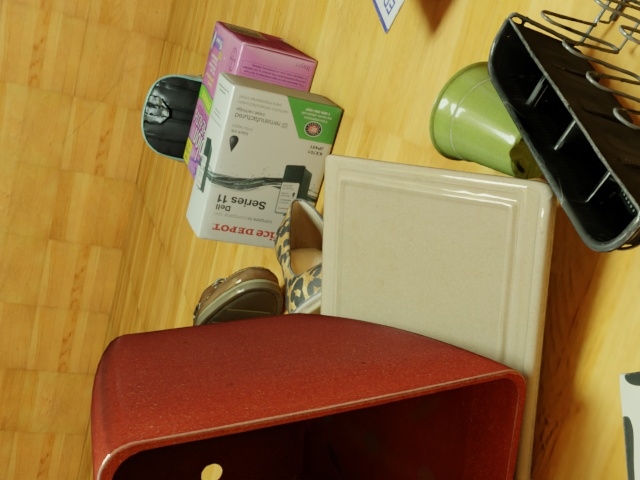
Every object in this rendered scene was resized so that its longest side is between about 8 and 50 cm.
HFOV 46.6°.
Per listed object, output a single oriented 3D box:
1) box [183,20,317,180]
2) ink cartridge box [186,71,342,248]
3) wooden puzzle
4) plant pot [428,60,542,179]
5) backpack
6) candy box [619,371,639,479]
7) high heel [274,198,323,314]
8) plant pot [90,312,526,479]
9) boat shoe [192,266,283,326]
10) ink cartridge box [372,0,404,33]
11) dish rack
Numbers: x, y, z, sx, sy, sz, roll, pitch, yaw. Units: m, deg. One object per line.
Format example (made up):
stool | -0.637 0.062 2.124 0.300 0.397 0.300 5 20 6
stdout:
box | -0.120 -0.199 1.172 0.213 0.117 0.242 -126 49 -60
ink cartridge box | -0.078 -0.099 0.985 0.087 0.153 0.208 -129 51 -60
wooden puzzle | 0.081 0.051 0.589 0.239 0.044 0.220 16 109 49
plant pot | 0.139 -0.084 0.565 0.079 0.083 0.083 47 125 48
backpack | -0.233 -0.220 1.359 0.144 0.189 0.165 -140 61 -65
candy box | 0.225 0.122 0.268 0.233 0.071 0.159 154 120 -62
high heel | 0.000 0.000 0.824 0.261 0.093 0.186 126 140 -64
plant pot | -0.044 0.187 0.549 0.236 0.267 0.267 -148 58 -60
boat shoe | -0.142 0.104 1.112 0.307 0.111 0.104 129 142 -50
ink cartridge box | 0.123 -0.410 0.738 0.307 0.072 0.303 118 150 -43
dish rack | 0.213 -0.145 0.402 0.208 0.074 0.271 -104 32 -43
